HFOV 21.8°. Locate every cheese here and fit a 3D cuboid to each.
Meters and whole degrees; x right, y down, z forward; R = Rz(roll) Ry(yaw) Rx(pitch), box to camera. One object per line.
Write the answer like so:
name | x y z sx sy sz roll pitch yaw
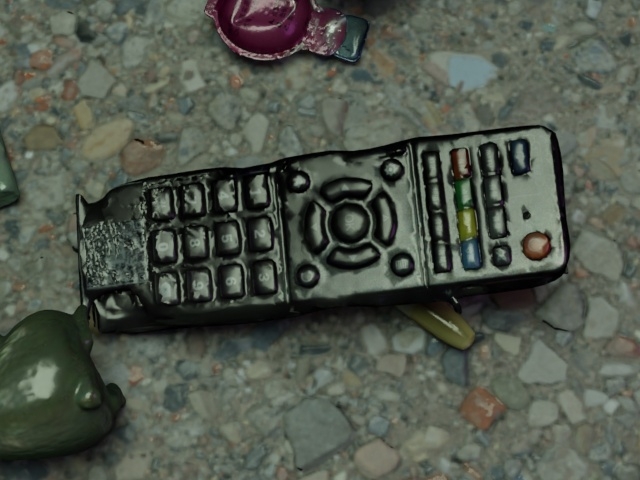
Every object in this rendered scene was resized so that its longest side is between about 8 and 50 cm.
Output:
cheese | -0.030 -0.196 1.473 0.145 0.038 0.095 17 70 3

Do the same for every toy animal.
toy animal | -0.287 0.134 1.302 0.251 0.127 0.125 -19 70 -1

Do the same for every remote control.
remote control | 0.000 0.000 1.344 0.399 0.062 0.144 -7 80 10

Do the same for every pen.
pen | 0.038 0.012 1.386 0.233 0.032 0.040 38 60 15

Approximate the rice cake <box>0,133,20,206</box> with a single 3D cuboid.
rice cake | -0.374 -0.038 1.422 0.222 0.042 0.080 -19 69 -4
